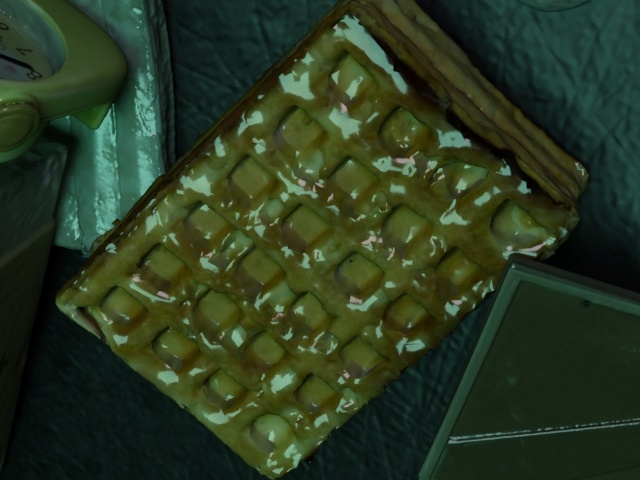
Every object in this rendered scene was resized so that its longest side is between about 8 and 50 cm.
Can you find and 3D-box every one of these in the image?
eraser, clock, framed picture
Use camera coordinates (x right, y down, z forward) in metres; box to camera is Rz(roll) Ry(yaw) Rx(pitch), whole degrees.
[{"bbox_3d":[-0.277,0.079,0.955,0.078,0.144,0.343,28,126,11],"label":"eraser"},{"bbox_3d":[-0.236,-0.112,0.799,0.170,0.232,0.069,37,119,5],"label":"clock"},{"bbox_3d":[0.210,0.124,0.832,0.259,0.023,0.189,16,121,-2],"label":"framed picture"}]

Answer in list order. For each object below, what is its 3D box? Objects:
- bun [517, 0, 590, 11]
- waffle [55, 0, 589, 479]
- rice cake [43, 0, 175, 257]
[{"bbox_3d":[0.140,-0.176,0.784,0.083,0.045,0.083,5,106,19],"label":"bun"},{"bbox_3d":[0.000,-0.001,0.859,0.213,0.091,0.308,41,118,-12],"label":"waffle"},{"bbox_3d":[-0.161,-0.085,0.935,0.124,0.038,0.211,10,113,17],"label":"rice cake"}]
